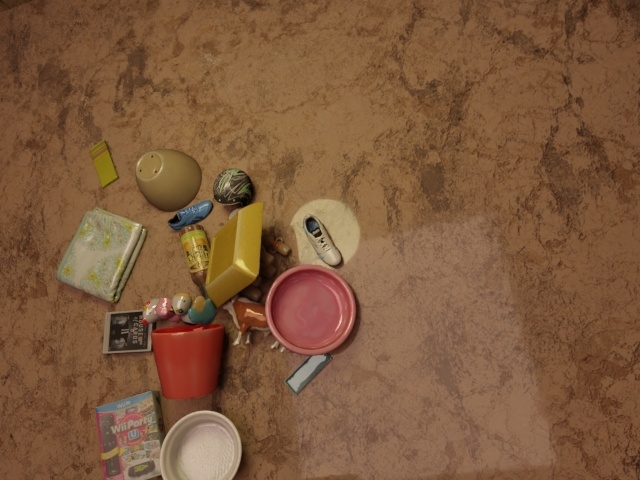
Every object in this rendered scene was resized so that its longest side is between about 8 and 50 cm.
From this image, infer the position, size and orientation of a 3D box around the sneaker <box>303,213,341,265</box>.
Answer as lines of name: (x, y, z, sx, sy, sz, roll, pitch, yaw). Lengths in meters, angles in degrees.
sneaker: (0.000, 0.000, 1.699, 0.085, 0.086, 0.237, -34, 71, 3)

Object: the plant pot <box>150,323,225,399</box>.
plant pot: (-0.495, 0.451, 1.632, 0.274, 0.275, 0.243, -4, 85, 14)

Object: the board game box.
board game box: (-0.718, 0.761, 1.661, 0.223, 0.097, 0.304, -16, 72, -6)

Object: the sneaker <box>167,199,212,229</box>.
sneaker: (-0.568, -0.114, 1.884, 0.209, 0.082, 0.069, -31, 68, 4)

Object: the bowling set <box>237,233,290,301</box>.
bowling set: (-0.263, 0.083, 1.694, 0.154, 0.200, 0.287, 29, 81, 21)

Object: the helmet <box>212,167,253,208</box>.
helmet: (-0.367, -0.218, 1.813, 0.169, 0.161, 0.170, -4, 75, 14)

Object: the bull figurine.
bull figurine: (-0.240, 0.314, 1.658, 0.310, 0.101, 0.189, 8, 84, 8)

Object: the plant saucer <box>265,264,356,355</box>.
plant saucer: (-0.038, 0.256, 1.596, 0.331, 0.084, 0.333, 3, 71, -8)

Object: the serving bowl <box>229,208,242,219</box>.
serving bowl: (-0.346, -0.093, 1.846, 0.083, 0.027, 0.084, -4, 75, 13)

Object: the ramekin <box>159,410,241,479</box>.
ramekin: (-0.415, 0.761, 1.542, 0.277, 0.135, 0.277, 2, 62, -4)

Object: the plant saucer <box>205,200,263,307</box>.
plant saucer: (-0.341, 0.045, 1.646, 0.332, 0.080, 0.333, -34, 45, 42)

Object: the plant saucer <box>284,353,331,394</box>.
plant saucer: (-0.046, 0.485, 1.619, 0.192, 0.018, 0.067, -45, 69, 1)

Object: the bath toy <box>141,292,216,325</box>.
bath toy: (-0.582, 0.278, 1.703, 0.348, 0.129, 0.152, -6, 114, 33)

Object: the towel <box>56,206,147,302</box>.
towel: (-0.982, 0.056, 1.947, 0.320, 0.090, 0.375, 17, 81, 19)

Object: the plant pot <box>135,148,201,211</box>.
plant pot: (-0.697, -0.291, 1.907, 0.283, 0.191, 0.284, -4, 74, 13)

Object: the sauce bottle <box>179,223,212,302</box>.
sauce bottle: (-0.491, 0.101, 1.792, 0.111, 0.111, 0.345, -26, 71, 7)

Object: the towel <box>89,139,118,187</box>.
towel: (-1.061, -0.376, 2.119, 0.102, 0.021, 0.237, -31, 71, 11)

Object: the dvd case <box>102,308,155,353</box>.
dvd case: (-0.815, 0.388, 1.846, 0.238, 0.029, 0.180, -7, 75, 14)
